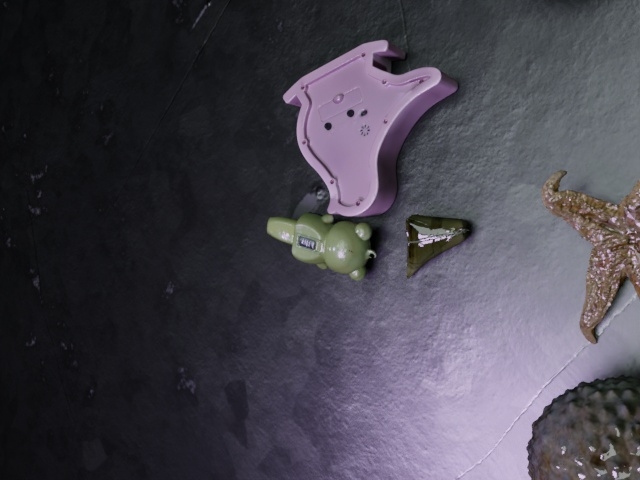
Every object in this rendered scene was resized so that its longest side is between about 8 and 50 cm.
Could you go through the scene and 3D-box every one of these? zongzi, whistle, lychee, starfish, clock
[{"bbox_3d":[0.191,0.017,1.120,0.104,0.052,0.113,8,106,28],"label":"zongzi"},{"bbox_3d":[0.000,0.000,1.219,0.227,0.085,0.105,16,109,30],"label":"whistle"},{"bbox_3d":[0.389,0.304,0.860,0.255,0.274,0.255,4,113,10],"label":"lychee"},{"bbox_3d":[0.447,0.017,0.925,0.299,0.060,0.302,11,114,27],"label":"starfish"},{"bbox_3d":[0.100,-0.197,1.165,0.290,0.080,0.275,-25,76,32],"label":"clock"}]
